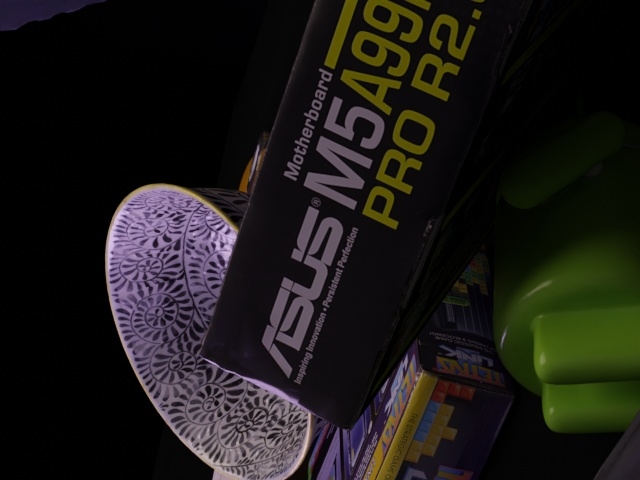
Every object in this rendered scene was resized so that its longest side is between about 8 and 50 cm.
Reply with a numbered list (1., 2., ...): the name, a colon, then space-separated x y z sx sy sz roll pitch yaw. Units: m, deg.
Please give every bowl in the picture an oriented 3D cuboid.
1. bowl: -0.034 0.038 0.743 0.080 0.170 0.170 -25 -28 -36

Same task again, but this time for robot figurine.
1. robot figurine: 0.089 0.007 0.448 0.115 0.067 0.101 -83 -20 -44

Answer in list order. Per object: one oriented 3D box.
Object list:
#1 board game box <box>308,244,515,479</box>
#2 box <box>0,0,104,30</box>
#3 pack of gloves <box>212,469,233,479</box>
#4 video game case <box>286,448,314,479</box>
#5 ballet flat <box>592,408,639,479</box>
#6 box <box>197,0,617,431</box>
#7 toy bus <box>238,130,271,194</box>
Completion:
1. board game box: 0.040 0.096 0.694 0.141 0.048 0.170 -92 19 -59
2. box: -0.089 -0.423 0.615 0.472 0.297 0.480 -32 82 58
3. pack of gloves: -0.032 0.141 1.198 0.195 0.046 0.232 -36 40 59
4. video game case: -0.055 0.284 0.889 0.275 0.035 0.248 -59 -14 -81
5. ballet flat: 0.081 0.088 0.347 0.074 0.074 0.203 -90 24 -63
6. box: 0.065 -0.087 0.499 0.270 0.060 0.216 -46 -20 -58
7. toy bus: 0.000 0.000 0.932 0.333 0.108 0.130 -162 88 -82
